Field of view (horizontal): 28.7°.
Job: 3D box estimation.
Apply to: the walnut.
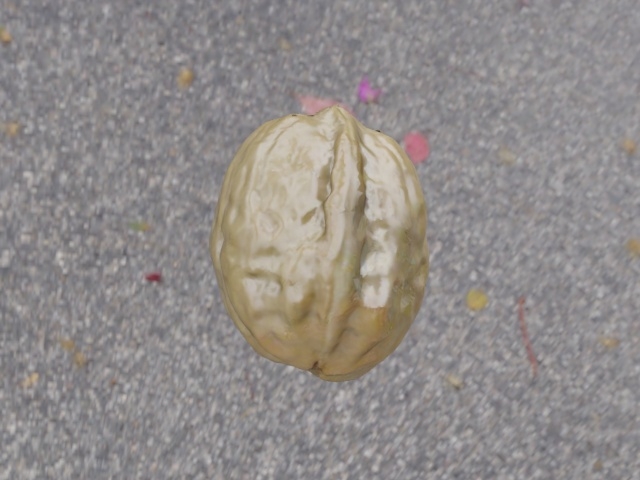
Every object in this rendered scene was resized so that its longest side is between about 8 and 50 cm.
[{"bbox_3d":[0.000,0.000,1.100,0.198,0.198,0.244,7,84,-10],"label":"walnut"}]
